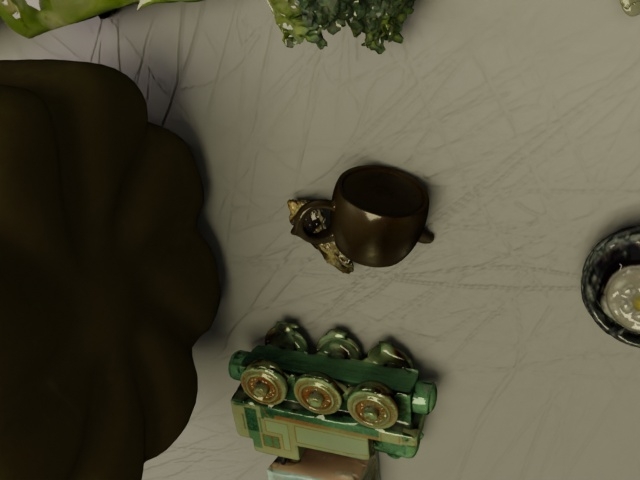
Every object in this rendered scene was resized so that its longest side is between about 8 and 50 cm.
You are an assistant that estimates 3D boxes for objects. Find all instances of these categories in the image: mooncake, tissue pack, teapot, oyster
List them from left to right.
[{"bbox_3d":[-0.228,0.045,0.573,0.201,0.378,0.378,-4,111,21],"label":"mooncake"},{"bbox_3d":[-0.002,-0.003,0.632,0.083,0.019,0.054,55,161,8],"label":"oyster"},{"bbox_3d":[0.006,0.233,0.720,0.095,0.074,0.058,3,111,21],"label":"tissue pack"},{"bbox_3d":[0.036,-0.012,0.586,0.121,0.076,0.068,-2,128,-15],"label":"teapot"}]

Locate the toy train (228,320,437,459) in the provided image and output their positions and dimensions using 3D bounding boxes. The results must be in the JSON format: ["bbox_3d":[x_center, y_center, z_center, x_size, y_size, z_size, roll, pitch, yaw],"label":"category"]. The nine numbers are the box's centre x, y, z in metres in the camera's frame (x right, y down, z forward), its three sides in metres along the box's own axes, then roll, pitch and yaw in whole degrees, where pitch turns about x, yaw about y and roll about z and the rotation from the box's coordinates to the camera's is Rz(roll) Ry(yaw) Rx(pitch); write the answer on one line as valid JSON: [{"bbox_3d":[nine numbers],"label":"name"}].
[{"bbox_3d":[0.010,0.149,0.681,0.194,0.080,0.125,7,126,19],"label":"toy train"}]

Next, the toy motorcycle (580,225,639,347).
[{"bbox_3d":[0.349,0.092,0.474,0.340,0.108,0.223,49,130,5],"label":"toy motorcycle"}]

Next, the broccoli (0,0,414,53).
[{"bbox_3d":[-0.113,-0.241,0.499,0.362,0.221,0.252,6,151,23],"label":"broccoli"}]

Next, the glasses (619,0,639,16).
[{"bbox_3d":[0.270,-0.164,0.352,0.088,0.220,0.189,4,121,-21],"label":"glasses"}]
